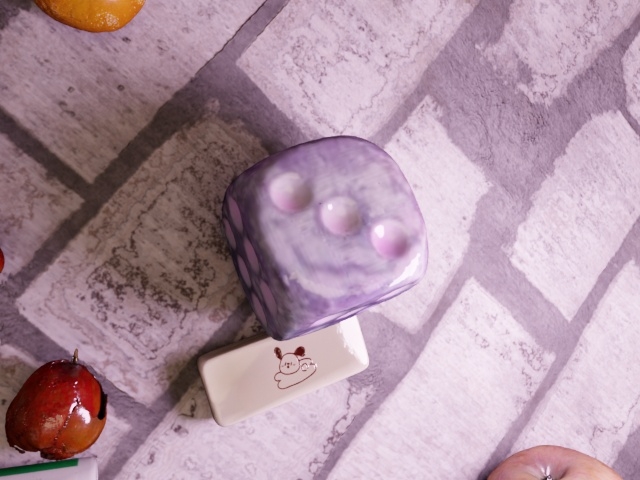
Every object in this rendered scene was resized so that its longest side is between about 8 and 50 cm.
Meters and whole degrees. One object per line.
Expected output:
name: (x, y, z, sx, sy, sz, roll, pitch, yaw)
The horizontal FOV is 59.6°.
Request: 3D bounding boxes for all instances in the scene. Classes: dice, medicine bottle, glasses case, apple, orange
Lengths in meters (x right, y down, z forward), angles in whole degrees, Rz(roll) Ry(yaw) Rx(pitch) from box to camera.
dice: (0.000, 0.000, 0.949, 0.271, 0.270, 0.270, -19, 78, -19)
medicine bottle: (-0.493, 0.407, 0.887, 0.260, 0.095, 0.095, 1, 89, -19)
glasses case: (-0.066, 0.230, 1.056, 0.313, 0.070, 0.131, -17, 95, -20)
apple: (0.474, 0.568, 1.129, 0.345, 0.345, 0.269, -16, 76, -19)
orange: (-0.376, -0.434, 0.902, 0.193, 0.161, 0.193, 2, 85, -17)

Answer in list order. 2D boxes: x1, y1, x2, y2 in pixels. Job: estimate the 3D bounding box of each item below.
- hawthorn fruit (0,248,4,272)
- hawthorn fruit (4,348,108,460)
hawthorn fruit: (-0.562, 0.024, 0.816, 0.169, 0.188, 0.169, -1, 95, -15)
hawthorn fruit: (-0.414, 0.260, 0.898, 0.148, 0.148, 0.172, 17, 65, -19)
